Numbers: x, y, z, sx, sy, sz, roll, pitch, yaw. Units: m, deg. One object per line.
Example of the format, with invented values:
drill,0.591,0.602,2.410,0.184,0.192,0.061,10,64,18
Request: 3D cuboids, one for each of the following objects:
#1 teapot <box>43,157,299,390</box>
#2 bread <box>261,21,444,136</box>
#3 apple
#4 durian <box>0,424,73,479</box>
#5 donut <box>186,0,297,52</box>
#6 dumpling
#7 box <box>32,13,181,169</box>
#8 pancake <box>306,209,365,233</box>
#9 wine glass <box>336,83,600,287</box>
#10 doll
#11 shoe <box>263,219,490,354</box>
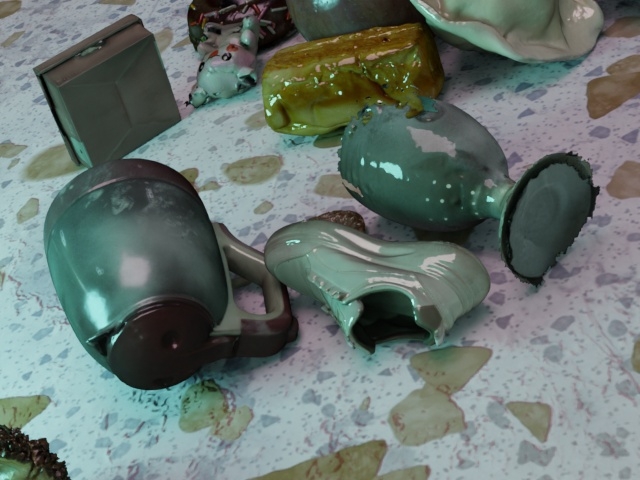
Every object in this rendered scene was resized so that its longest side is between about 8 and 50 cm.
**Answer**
teapot,-0.195,0.066,1.588,0.315,0.233,0.312,-2,35,-21
bread,0.050,-0.262,1.952,0.294,0.132,0.167,-12,34,17
apple,0.090,-0.442,2.090,0.305,0.235,0.306,-17,32,11
durian,-0.382,0.311,1.373,0.196,0.167,0.196,-28,20,11
donut,-0.150,-0.465,2.373,0.269,0.103,0.270,-13,35,9
dumpling,0.302,-0.356,1.932,0.318,0.187,0.243,-14,58,-18
box,-0.373,-0.256,2.106,0.215,0.215,0.086,-34,46,-20
pancake,0.000,0.000,1.710,0.139,0.022,0.139,-14,34,10
wine glass,0.183,-0.083,1.588,0.190,0.190,0.357,-36,41,-21
doll,-0.171,-0.334,2.200,0.149,0.095,0.192,-8,49,26
shoe,0.047,0.073,1.500,0.316,0.124,0.159,4,44,29
